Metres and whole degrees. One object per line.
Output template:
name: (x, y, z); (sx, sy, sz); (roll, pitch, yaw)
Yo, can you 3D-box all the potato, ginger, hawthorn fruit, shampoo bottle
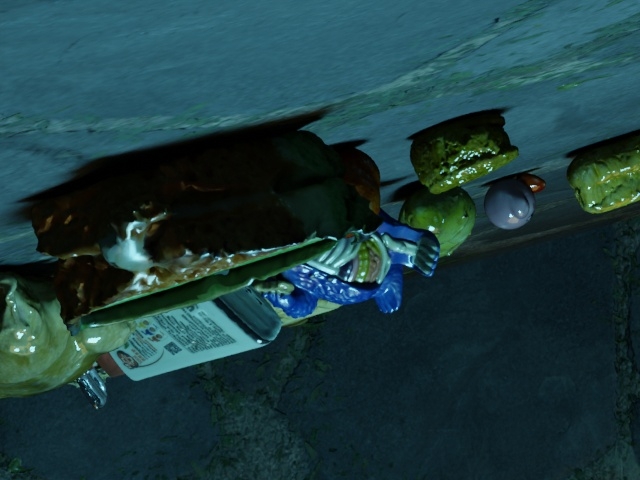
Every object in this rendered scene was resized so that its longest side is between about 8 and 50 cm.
potato: (0.135, -0.027, 2.280); (0.105, 0.085, 0.188); (-38, 170, 0)
ginger: (-0.295, 0.093, 1.947); (0.219, 0.123, 0.270); (-13, 174, -12)
hawthorn fruit: (0.011, -0.046, 1.728); (0.093, 0.093, 0.093); (-16, 175, -1)
shampoo bottle: (-0.188, 0.101, 2.121); (0.284, 0.153, 0.071); (-30, -161, 41)

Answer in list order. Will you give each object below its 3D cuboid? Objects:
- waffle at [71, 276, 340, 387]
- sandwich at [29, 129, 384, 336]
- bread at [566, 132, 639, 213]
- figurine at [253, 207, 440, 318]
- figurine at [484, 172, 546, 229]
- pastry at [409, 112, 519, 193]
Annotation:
waffle: (-0.177, 0.085, 2.304); (0.376, 0.114, 0.261); (-18, 175, 23)
sandwich: (-0.123, -0.010, 1.532); (0.212, 0.109, 0.292); (-3, 164, -44)
bread: (0.419, -0.098, 2.415); (0.211, 0.083, 0.114); (-17, 180, 3)
figurine: (0.000, 0.006, 2.078); (0.262, 0.120, 0.164); (21, 121, -45)
figurine: (0.247, -0.049, 2.491); (0.067, 0.071, 0.083); (28, 150, -14)
pastry: (0.136, -0.085, 1.808); (0.097, 0.057, 0.109); (-23, 176, 11)
